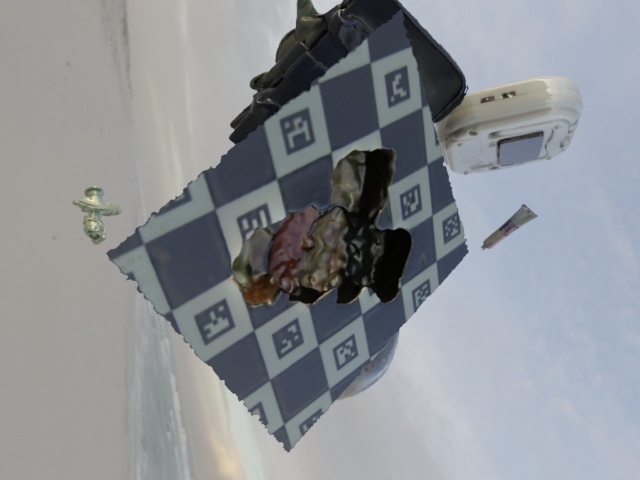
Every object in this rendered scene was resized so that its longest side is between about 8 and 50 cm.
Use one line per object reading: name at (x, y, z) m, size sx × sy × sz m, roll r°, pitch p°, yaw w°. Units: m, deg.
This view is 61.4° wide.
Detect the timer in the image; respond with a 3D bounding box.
timer at (0.332, -0.193, 0.964) m, size 0.262 × 0.237 × 0.086 m, roll 30°, pitch 54°, yaw -69°

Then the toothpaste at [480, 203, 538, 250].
toothpaste at (0.447, -0.025, 1.304) m, size 0.045 × 0.028 × 0.170 m, roll 43°, pitch -45°, yaw 3°

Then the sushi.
sushi at (0.000, 0.000, 0.556) m, size 0.069 × 0.339 × 0.320 m, roll 24°, pitch -29°, yaw 46°

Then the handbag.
handbag at (0.025, -0.230, 0.847) m, size 0.326 × 0.269 × 0.118 m, roll -41°, pitch -149°, yaw 23°

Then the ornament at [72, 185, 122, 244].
ornament at (-0.346, -0.045, 0.832) m, size 0.041 × 0.069 × 0.092 m, roll -50°, pitch -161°, yaw 40°

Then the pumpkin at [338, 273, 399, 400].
pumpkin at (-0.007, 0.075, 0.788) m, size 0.320 × 0.193 × 0.320 m, roll 161°, pitch -90°, yaw -81°
